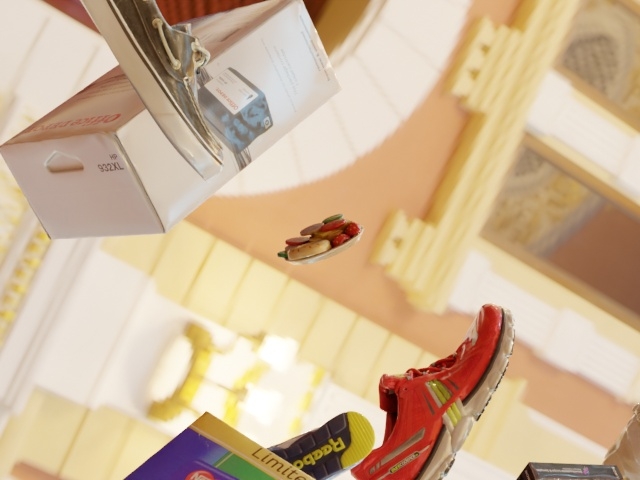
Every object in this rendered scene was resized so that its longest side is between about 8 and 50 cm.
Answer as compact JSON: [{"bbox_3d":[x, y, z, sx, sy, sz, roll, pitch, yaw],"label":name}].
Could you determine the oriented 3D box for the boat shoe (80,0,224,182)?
[{"bbox_3d":[-0.132,-0.154,1.257,0.070,0.219,0.078,-32,-171,-4],"label":"boat shoe"}]

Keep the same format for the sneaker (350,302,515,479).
[{"bbox_3d":[0.126,0.171,1.684,0.279,0.118,0.107,-57,175,-26],"label":"sneaker"}]

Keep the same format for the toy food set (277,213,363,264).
[{"bbox_3d":[0.000,0.000,1.404,0.083,0.020,0.082,-26,-166,-17],"label":"toy food set"}]

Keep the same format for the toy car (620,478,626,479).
[{"bbox_3d":[0.248,0.266,1.397,0.122,0.060,0.041,116,-43,-58],"label":"toy car"}]

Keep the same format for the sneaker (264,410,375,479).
[{"bbox_3d":[-0.020,0.189,1.248,0.144,0.053,0.059,-22,171,0],"label":"sneaker"}]

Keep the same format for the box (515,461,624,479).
[{"bbox_3d":[0.240,0.298,1.618,0.162,0.116,0.029,-61,-146,38],"label":"box"}]

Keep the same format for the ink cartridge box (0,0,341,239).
[{"bbox_3d":[-0.163,-0.134,1.655,0.223,0.129,0.307,-3,-149,47],"label":"ink cartridge box"}]

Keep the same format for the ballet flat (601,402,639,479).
[{"bbox_3d":[0.400,0.286,1.777,0.147,0.409,0.147,-5,-121,9],"label":"ballet flat"}]

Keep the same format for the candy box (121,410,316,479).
[{"bbox_3d":[-0.082,0.296,1.002,0.268,0.122,0.317,26,-136,31],"label":"candy box"}]
